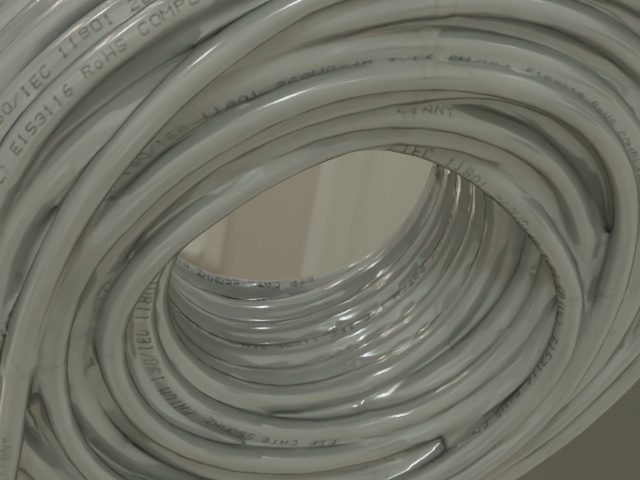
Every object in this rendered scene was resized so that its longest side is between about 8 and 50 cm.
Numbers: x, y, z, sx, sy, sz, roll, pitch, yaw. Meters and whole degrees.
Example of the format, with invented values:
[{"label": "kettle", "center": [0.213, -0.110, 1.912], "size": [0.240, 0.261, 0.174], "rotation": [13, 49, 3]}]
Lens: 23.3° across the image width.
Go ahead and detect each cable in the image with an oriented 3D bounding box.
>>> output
[{"label": "cable", "center": [0.000, 0.000, 0.481], "size": [0.257, 0.257, 0.089], "rotation": [-10, 44, -14]}]
